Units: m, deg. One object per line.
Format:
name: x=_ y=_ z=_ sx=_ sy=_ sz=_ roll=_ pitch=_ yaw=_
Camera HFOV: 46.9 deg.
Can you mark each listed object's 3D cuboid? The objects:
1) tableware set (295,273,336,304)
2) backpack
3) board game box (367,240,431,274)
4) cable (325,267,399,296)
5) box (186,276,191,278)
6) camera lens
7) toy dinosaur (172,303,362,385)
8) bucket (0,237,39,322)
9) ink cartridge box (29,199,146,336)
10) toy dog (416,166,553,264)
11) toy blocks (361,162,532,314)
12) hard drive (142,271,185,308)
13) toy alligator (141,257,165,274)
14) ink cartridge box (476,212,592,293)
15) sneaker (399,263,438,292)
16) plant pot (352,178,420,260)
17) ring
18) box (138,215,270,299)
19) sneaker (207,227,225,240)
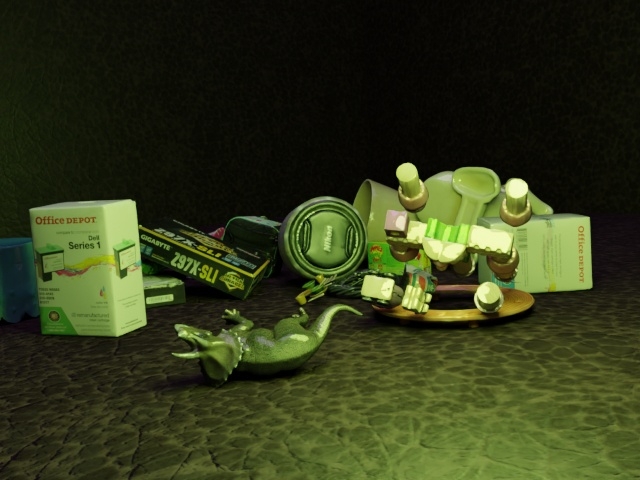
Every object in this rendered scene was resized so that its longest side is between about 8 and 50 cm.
tableware set: x=-0.021 y=0.115 z=1.789 sx=0.104 sy=0.024 sz=0.154 roll=-26 pitch=9 yaw=21
backpack: x=-0.194 y=0.008 z=2.217 sx=0.188 sy=0.166 sz=0.144 roll=15 pitch=14 yaw=15
board game box: x=0.220 y=0.049 z=2.072 sx=0.181 sy=0.092 sz=0.043 roll=1 pitch=7 yaw=37
cable: x=0.100 y=0.115 z=1.822 sx=0.184 sy=0.047 sz=0.150 roll=-10 pitch=16 yaw=-18
box: x=-0.314 y=0.085 z=2.270 sx=0.109 sy=0.042 sz=0.178 roll=1 pitch=7 yaw=36
camera lens: x=0.000 y=0.000 z=1.985 sx=0.219 sy=0.219 sz=0.274 roll=-5 pitch=-1 yaw=-9
toy dinosaur: x=-0.081 y=0.175 z=1.206 sx=0.313 sy=0.121 sz=0.160 roll=0 pitch=18 yaw=-10
bucket: x=-0.814 y=0.098 z=1.809 sx=0.281 sy=0.183 sz=0.281 roll=-4 pitch=7 yaw=0
ink cartridge box: x=-0.499 y=0.057 z=1.586 sx=0.201 sy=0.278 sz=0.117 roll=-1 pitch=7 yaw=21
toy dog: x=0.499 y=-0.064 z=2.212 sx=0.408 sy=0.285 sz=0.395 roll=5 pitch=8 yaw=-39
toy blocks: x=0.266 y=0.038 z=1.523 sx=0.288 sy=0.309 sz=0.260 roll=11 pitch=-18 yaw=17
hard drive: x=-0.513 y=0.126 z=1.939 sx=0.237 sy=0.064 sz=0.339 roll=-6 pitch=6 yaw=-25
toy alligator: x=-0.446 y=0.068 z=1.928 sx=0.051 sy=0.056 sz=0.189 roll=38 pitch=12 yaw=4
ink cartridge box: x=0.507 y=0.028 z=1.765 sx=0.232 sy=0.171 sz=0.168 roll=-3 pitch=7 yaw=1
sneaker: x=0.222 y=0.093 z=1.656 sx=0.075 sy=0.057 sz=0.161 roll=13 pitch=6 yaw=3
plant pot: x=0.247 y=-0.037 z=2.310 sx=0.274 sy=0.256 sz=0.256 roll=12 pitch=3 yaw=-12
ring: x=0.277 y=0.137 z=1.560 sx=0.336 sy=0.032 sz=0.336 roll=-4 pitch=6 yaw=0
box: x=-0.311 y=0.040 z=1.958 sx=0.322 sy=0.079 sz=0.257 roll=23 pitch=10 yaw=2
sneaker: x=-0.416 y=0.036 z=2.546 sx=0.111 sy=0.103 sz=0.252 roll=-20 pitch=2 yaw=32
